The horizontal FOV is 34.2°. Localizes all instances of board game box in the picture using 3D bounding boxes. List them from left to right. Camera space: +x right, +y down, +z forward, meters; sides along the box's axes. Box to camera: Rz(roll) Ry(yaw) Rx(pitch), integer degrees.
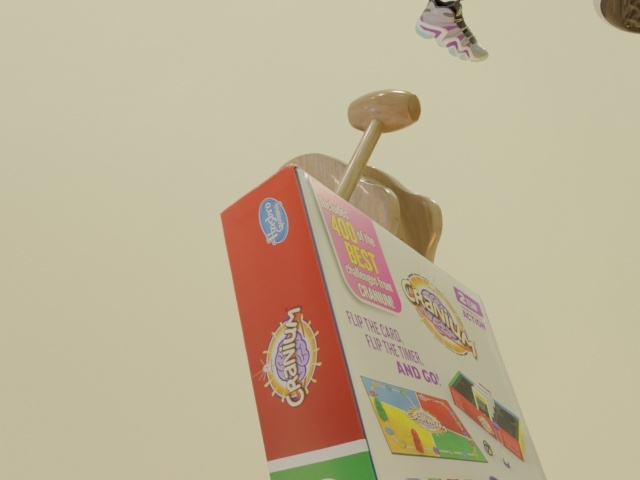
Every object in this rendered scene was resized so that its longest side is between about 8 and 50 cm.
[{"bbox_3d":[0.062,0.134,0.635,0.242,0.064,0.316,33,-147,-45],"label":"board game box"}]

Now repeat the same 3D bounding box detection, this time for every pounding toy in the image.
[{"bbox_3d":[0.000,0.000,0.907,0.155,0.154,0.269,9,-91,-48],"label":"pounding toy"}]

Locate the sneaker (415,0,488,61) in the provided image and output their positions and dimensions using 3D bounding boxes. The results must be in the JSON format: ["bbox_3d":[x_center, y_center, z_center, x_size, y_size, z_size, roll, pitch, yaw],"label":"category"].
[{"bbox_3d":[0.167,-0.262,1.255,0.098,0.069,0.038,28,-142,7],"label":"sneaker"}]

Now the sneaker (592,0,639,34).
[{"bbox_3d":[0.240,-0.206,0.444,0.106,0.290,0.123,28,-131,-48],"label":"sneaker"}]
